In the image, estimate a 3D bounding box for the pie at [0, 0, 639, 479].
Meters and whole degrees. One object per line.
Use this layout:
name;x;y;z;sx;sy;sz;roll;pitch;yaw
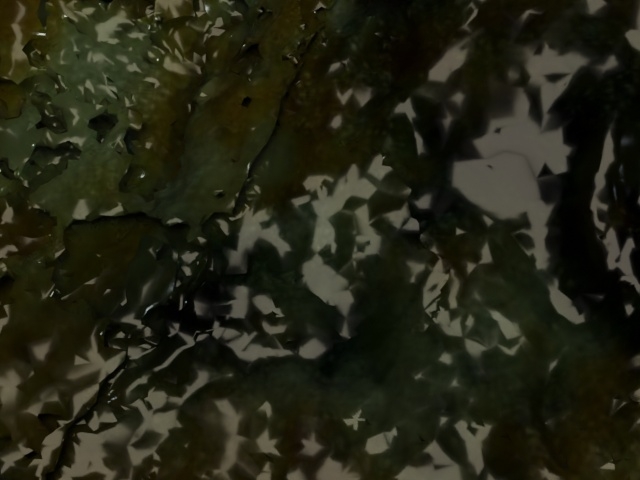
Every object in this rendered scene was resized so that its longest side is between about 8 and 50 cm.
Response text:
pie;0.000;0.000;0.602;0.371;0.078;0.296;-8;71;10
